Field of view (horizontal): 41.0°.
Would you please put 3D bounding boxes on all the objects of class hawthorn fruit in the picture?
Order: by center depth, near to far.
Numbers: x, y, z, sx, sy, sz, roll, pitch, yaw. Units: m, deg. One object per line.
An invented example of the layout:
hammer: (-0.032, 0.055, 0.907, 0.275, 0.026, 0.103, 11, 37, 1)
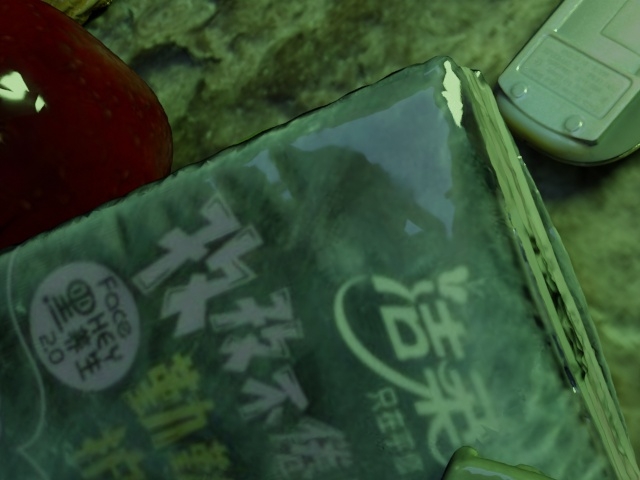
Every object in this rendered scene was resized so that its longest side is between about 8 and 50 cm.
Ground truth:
hawthorn fruit: (-0.226, -0.078, 0.571, 0.230, 0.266, 0.210, 31, 65, 33)

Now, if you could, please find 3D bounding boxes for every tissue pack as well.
tissue pack: (-0.044, 0.094, 0.432, 0.362, 0.122, 0.259, -22, 93, 19)

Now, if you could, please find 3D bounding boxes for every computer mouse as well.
computer mouse: (0.185, -0.128, 0.488, 0.199, 0.045, 0.102, -51, 55, 3)

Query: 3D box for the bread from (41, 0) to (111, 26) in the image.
bread: (-0.226, -0.222, 0.754, 0.111, 0.044, 0.083, -29, 63, 18)

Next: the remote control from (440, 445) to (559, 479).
remote control: (0.058, 0.222, 0.344, 0.124, 0.038, 0.285, 25, 107, 10)

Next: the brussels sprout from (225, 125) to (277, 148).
brussels sprout: (0.002, 0.001, 0.511, 0.181, 0.100, 0.139, -10, 70, 12)
